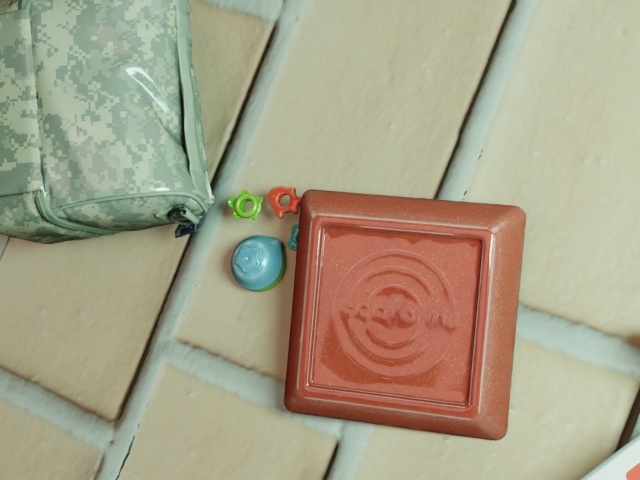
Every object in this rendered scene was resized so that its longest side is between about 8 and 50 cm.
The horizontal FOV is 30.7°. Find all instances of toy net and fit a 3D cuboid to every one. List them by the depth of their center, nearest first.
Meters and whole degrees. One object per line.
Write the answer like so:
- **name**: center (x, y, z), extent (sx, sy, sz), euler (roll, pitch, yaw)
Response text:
- **toy net**: center (0.000, 0.000, 1.369), extent (0.232, 0.045, 0.122), euler (1, 80, 19)

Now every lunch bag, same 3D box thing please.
- **lunch bag**: center (-0.265, -0.150, 1.404), extent (0.256, 0.212, 0.305), euler (-10, 78, 20)

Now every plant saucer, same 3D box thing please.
- **plant saucer**: center (0.085, 0.080, 1.286), extent (0.258, 0.047, 0.259), euler (5, 91, 16)

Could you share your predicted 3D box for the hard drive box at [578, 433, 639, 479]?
- **hard drive box**: center (0.296, 0.330, 1.171), extent (0.232, 0.089, 0.181), euler (-41, 70, 10)
